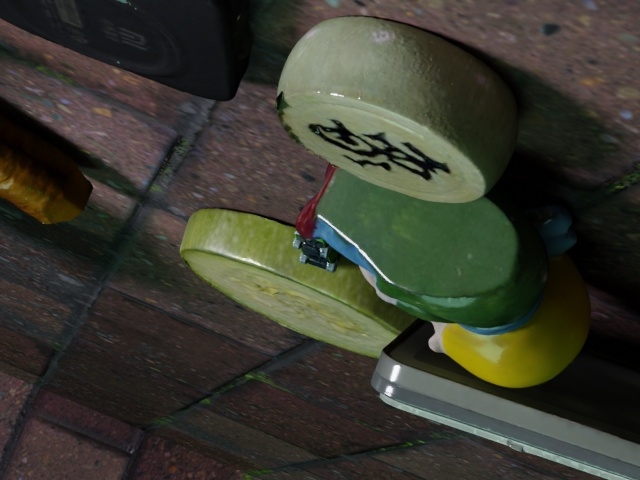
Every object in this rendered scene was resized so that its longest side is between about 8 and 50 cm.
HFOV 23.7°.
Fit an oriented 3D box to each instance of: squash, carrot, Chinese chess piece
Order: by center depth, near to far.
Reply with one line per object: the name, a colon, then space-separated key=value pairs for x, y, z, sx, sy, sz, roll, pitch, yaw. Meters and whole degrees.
Chinese chess piece: x=0.044 y=-0.073 z=0.894 sx=0.144 sy=0.058 sz=0.144 roll=21 pitch=165 yaw=6
carrot: x=-0.300 y=-0.094 z=1.296 sx=0.070 sy=0.070 sz=0.260 roll=6 pitch=156 yaw=45
squash: x=-0.015 y=0.047 z=1.417 sx=0.252 sy=0.048 sz=0.252 roll=21 pitch=166 yaw=5

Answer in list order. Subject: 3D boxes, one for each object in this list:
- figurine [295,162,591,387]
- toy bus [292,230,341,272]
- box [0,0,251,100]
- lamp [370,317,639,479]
figurine: x=0.093 y=0.022 z=1.056 sx=0.185 sy=0.127 sz=0.234 roll=19 pitch=177 yaw=22
toy bus: x=0.000 y=0.000 z=1.256 sx=0.031 sy=0.037 sz=0.083 roll=17 pitch=165 yaw=13
box: x=-0.140 y=-0.149 z=0.916 sx=0.201 sy=0.042 sz=0.212 roll=19 pitch=166 yaw=2
lamp: x=0.191 y=0.122 z=1.208 sx=0.269 sy=0.047 sz=0.266 roll=18 pitch=-171 yaw=12
